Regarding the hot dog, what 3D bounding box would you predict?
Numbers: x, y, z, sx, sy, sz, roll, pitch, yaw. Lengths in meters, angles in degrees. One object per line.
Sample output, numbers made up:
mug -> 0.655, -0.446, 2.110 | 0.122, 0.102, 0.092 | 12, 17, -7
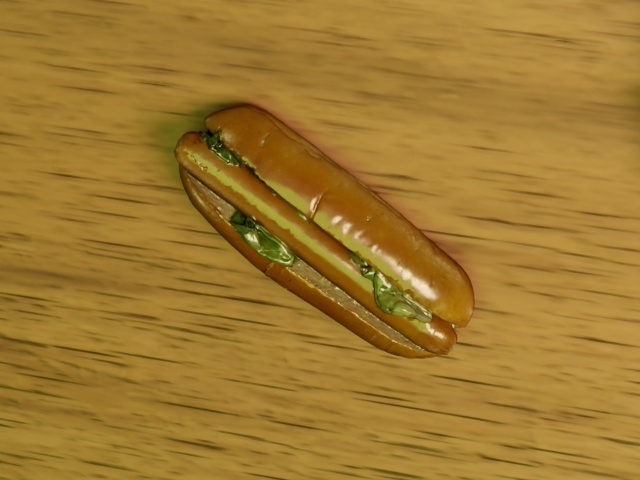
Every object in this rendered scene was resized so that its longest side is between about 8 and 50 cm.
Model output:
hot dog -> 0.000, 0.000, 1.240 | 0.249, 0.068, 0.100 | 37, 118, -2
